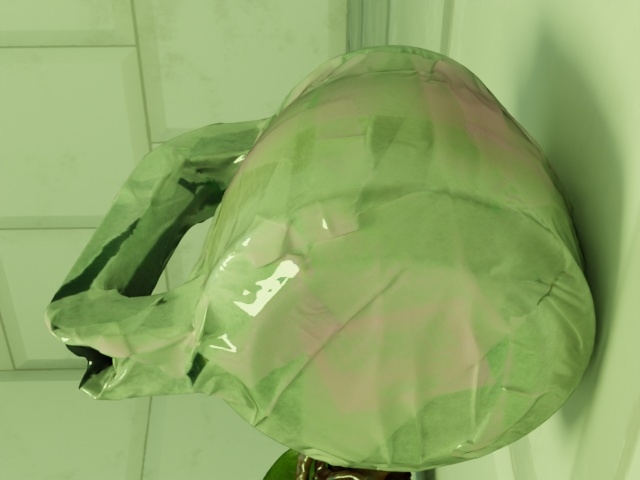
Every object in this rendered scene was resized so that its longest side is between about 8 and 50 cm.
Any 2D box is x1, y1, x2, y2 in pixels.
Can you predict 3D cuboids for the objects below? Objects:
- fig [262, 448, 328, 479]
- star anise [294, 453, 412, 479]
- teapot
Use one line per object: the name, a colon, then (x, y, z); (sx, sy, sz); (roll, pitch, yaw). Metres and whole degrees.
fig: (0.044, 0.339, 1.236); (0.235, 0.203, 0.203); (29, 129, 43)
star anise: (0.043, 0.242, 1.049); (0.220, 0.126, 0.190); (-88, -25, -43)
teapot: (0.010, 0.009, 0.510); (0.163, 0.222, 0.178); (49, -153, -30)
